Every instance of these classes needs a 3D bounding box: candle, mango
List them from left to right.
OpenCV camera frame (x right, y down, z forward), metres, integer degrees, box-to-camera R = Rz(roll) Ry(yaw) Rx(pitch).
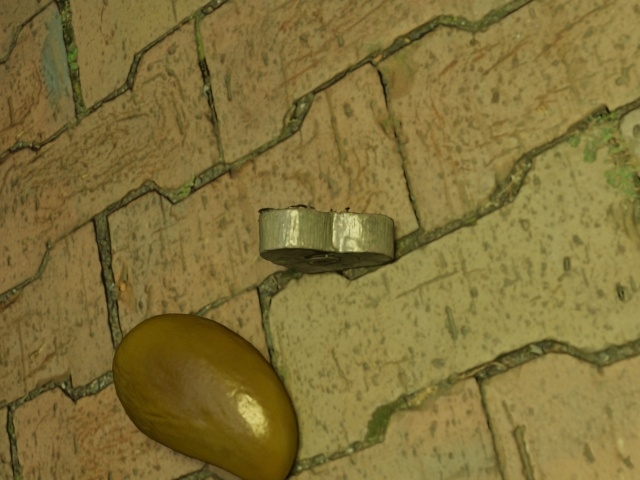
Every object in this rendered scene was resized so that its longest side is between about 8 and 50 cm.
[{"bbox_3d":[-0.168,0.216,1.321,0.332,0.142,0.195,16,92,27],"label":"mango"},{"bbox_3d":[0.000,0.000,1.262,0.168,0.192,0.068,141,132,-72],"label":"candle"}]
